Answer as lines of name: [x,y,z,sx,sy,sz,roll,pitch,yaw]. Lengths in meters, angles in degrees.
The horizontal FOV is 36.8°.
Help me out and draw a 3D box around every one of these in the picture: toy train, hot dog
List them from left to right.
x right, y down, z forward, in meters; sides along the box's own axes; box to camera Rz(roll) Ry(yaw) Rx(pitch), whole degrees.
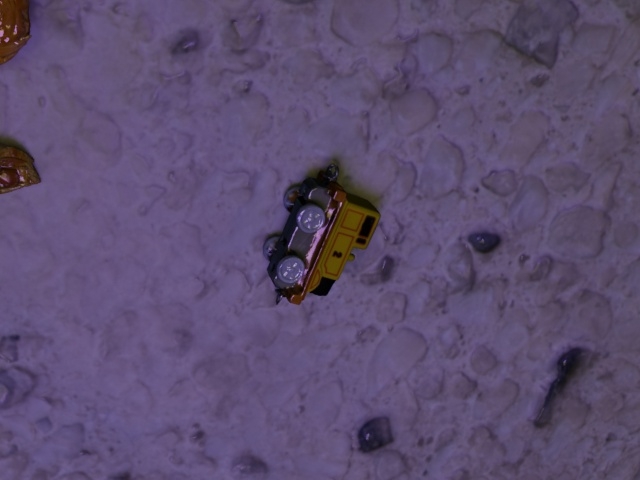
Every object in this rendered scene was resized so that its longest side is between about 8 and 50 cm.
hot dog: [-0.456,-0.103,1.277,0.169,0.061,0.078,22,107,-13]
toy train: [0.000,0.000,1.354,0.127,0.089,0.219,17,105,-22]

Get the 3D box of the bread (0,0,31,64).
bread: [-0.479,-0.290,1.180,0.236,0.120,0.198,-21,111,0]
